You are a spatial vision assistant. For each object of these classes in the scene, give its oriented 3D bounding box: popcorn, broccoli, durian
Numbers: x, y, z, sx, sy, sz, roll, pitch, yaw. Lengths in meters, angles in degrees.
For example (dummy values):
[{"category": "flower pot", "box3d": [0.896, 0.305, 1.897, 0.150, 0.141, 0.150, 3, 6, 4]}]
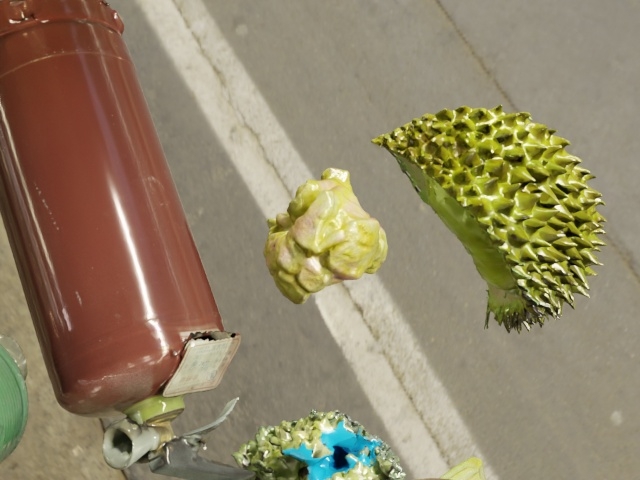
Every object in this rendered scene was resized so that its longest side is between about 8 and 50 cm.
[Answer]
[{"category": "popcorn", "box3d": [0.001, 0.001, 0.734, 0.097, 0.109, 0.089, -34, 91, -10]}, {"category": "broccoli", "box3d": [-0.009, 0.219, 0.799, 0.167, 0.155, 0.160, 40, 43, 18]}, {"category": "durian", "box3d": [0.207, -0.025, 1.055, 0.169, 0.352, 0.158, 13, 62, 46]}]

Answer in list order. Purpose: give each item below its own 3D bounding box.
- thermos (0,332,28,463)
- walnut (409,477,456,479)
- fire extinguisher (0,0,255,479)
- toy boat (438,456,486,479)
[{"category": "thermos", "box3d": [-0.170, 0.082, 0.353, 0.083, 0.188, 0.073, -5, 103, 11]}, {"category": "walnut", "box3d": [0.166, 0.361, 0.970, 0.203, 0.203, 0.297, -44, 46, -18]}, {"category": "fire extinguisher", "box3d": [-0.109, 0.005, 0.506, 0.104, 0.105, 0.269, -19, 76, -9]}, {"category": "toy boat", "box3d": [0.166, 0.446, 1.474, 0.276, 0.111, 0.084, -25, 32, -25]}]
